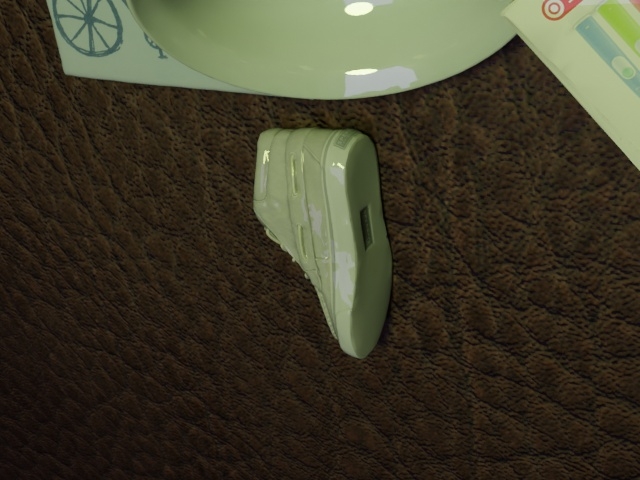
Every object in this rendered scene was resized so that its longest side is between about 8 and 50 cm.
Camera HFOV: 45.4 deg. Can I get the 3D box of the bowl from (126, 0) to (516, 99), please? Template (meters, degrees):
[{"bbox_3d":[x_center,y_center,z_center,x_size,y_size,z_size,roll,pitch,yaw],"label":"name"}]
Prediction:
[{"bbox_3d":[0.009,-0.229,0.565,0.298,0.298,0.134,-13,70,37],"label":"bowl"}]

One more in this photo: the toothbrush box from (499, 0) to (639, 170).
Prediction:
[{"bbox_3d":[0.242,-0.184,0.397,0.122,0.283,0.206,45,134,-5],"label":"toothbrush box"}]

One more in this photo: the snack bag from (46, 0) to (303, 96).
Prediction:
[{"bbox_3d":[-0.161,-0.304,0.722,0.323,0.037,0.342,10,127,24],"label":"snack bag"}]

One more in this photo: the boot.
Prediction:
[{"bbox_3d":[0.000,0.000,0.817,0.123,0.095,0.258,11,119,32],"label":"boot"}]
